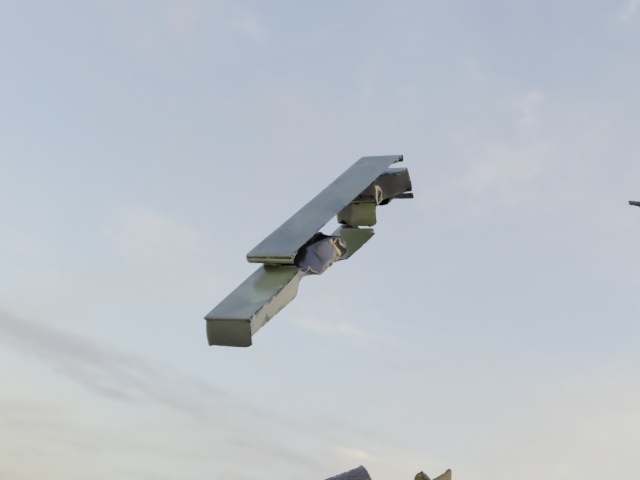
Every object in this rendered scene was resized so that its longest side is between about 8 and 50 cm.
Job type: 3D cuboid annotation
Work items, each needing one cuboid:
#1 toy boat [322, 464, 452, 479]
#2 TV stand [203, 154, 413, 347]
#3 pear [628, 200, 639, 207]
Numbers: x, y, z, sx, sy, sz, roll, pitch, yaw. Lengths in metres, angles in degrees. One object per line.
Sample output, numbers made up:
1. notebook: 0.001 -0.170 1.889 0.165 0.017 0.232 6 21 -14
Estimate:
1. toy boat: 0.030 0.276 1.002 0.226 0.088 0.068 -19 -26 -14
2. TV stand: 0.000 0.000 0.663 0.036 0.249 0.042 2 -65 28
3. pear: 0.526 -0.031 1.109 0.336 0.285 0.285 -26 -41 22
